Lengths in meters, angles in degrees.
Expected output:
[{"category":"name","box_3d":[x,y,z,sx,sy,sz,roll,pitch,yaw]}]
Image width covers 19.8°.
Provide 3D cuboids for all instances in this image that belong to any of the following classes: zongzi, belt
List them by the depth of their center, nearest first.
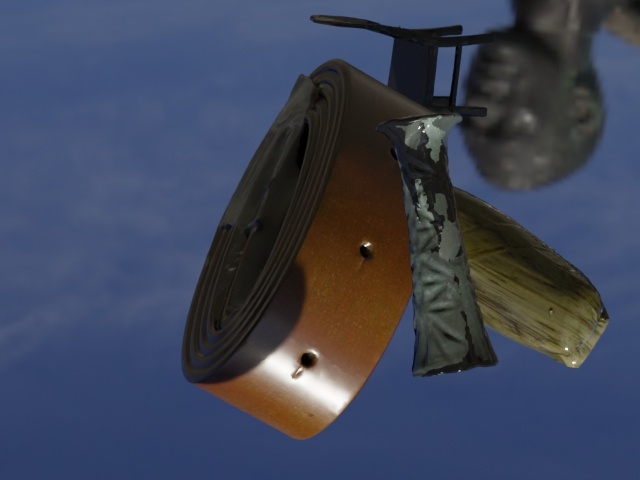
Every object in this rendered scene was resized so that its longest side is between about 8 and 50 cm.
[{"category":"belt","box_3d":[0.000,0.000,1.551,0.122,0.217,0.338,31,-126,-19]},{"category":"zongzi","box_3d":[0.171,0.010,1.918,0.115,0.256,0.228,-49,-141,-6]}]

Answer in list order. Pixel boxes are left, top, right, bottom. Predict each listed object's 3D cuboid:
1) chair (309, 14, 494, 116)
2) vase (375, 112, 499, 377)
[{"category":"chair","box_3d":[0.083,-0.195,2.057,0.212,0.101,0.084,-1,-167,-30]},{"category":"vase","box_3d":[0.075,0.002,1.189,0.059,0.167,0.059,-8,180,0]}]
